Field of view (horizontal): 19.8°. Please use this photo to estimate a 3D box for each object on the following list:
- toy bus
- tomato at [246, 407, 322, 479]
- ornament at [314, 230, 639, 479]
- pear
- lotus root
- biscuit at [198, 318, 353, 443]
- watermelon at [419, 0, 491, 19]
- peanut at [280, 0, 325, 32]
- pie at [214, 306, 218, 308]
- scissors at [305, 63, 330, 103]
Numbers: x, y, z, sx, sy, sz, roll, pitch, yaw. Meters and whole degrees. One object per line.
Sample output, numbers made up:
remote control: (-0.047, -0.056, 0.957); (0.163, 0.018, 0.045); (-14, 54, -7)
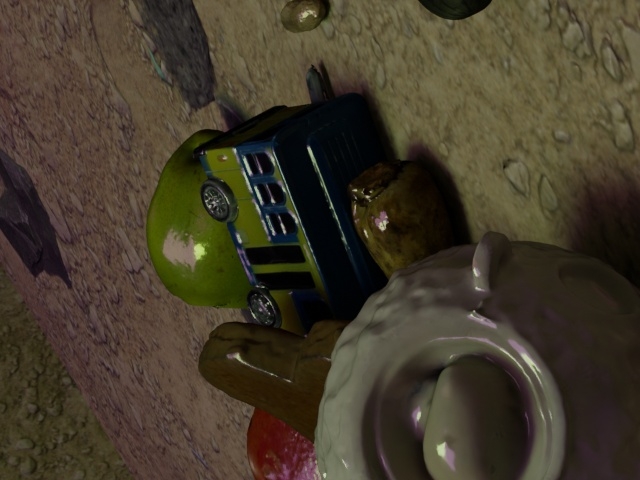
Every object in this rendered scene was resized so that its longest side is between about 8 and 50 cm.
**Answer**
toy bus: (0.000, 0.000, 1.971); (0.175, 0.138, 0.287); (-4, 112, 51)
tomato: (0.005, 0.272, 2.296); (0.309, 0.170, 0.309); (53, 159, 31)
ornament: (0.166, 0.165, 1.544); (0.337, 0.337, 0.337); (51, 157, 32)
pear: (-0.128, -0.026, 2.277); (0.187, 0.187, 0.219); (27, 118, 60)
lotus root: (0.094, 0.004, 1.872); (0.108, 0.094, 0.190); (-103, -11, -61)
biscuit: (0.077, 0.193, 1.898); (0.394, 0.076, 0.368); (38, 157, -28)
watermelon: (0.105, -0.237, 1.559); (0.110, 0.078, 0.078); (56, 159, 22)
peanut: (-0.018, -0.236, 1.932); (0.083, 0.037, 0.037); (2, 116, 63)
pie: (-0.155, 0.008, 2.496); (0.201, 0.090, 0.248); (56, 163, 13)
scissors: (0.032, -0.036, 2.065); (0.191, 0.029, 0.360); (28, 138, 52)
